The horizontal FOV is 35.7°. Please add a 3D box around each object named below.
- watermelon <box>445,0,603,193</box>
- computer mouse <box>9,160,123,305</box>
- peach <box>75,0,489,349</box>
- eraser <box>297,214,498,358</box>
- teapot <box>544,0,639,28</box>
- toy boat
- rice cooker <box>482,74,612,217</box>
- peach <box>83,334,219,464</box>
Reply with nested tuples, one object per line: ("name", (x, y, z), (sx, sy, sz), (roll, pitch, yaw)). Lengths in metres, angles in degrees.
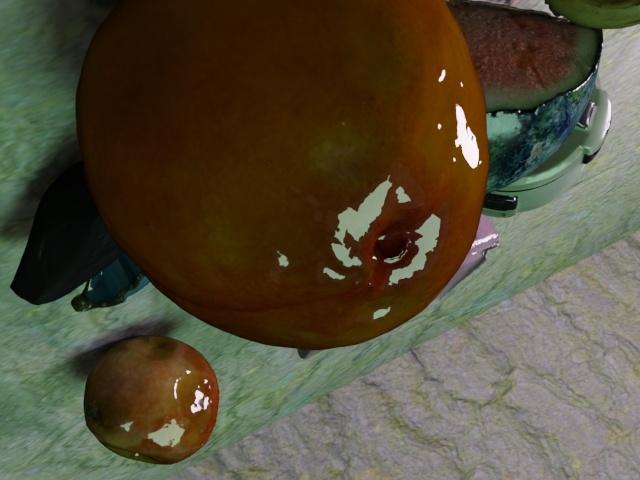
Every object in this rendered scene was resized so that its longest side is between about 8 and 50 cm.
("watermelon", (0.163, -0.173, 1.025), (0.318, 0.226, 0.148), (-29, 173, -15))
("computer mouse", (-0.234, -0.028, 1.025), (0.264, 0.088, 0.147), (-47, 173, 36))
("peach", (-0.023, -0.074, 0.793), (0.342, 0.302, 0.343), (-17, 140, -15))
("eraser", (0.125, 0.069, 1.873), (0.359, 0.122, 0.272), (-20, 163, -29))
("teapot", (0.282, -0.304, 1.011), (0.269, 0.173, 0.182), (-15, -161, 18))
("toy boat", (-0.247, 0.032, 1.196), (0.077, 0.075, 0.185), (-22, 166, -36))
("rice cooker", (0.236, -0.148, 1.228), (0.226, 0.226, 0.244), (-30, 165, 1))
("peach", (-0.284, 0.256, 1.584), (0.214, 0.214, 0.235), (-37, 156, 22))
